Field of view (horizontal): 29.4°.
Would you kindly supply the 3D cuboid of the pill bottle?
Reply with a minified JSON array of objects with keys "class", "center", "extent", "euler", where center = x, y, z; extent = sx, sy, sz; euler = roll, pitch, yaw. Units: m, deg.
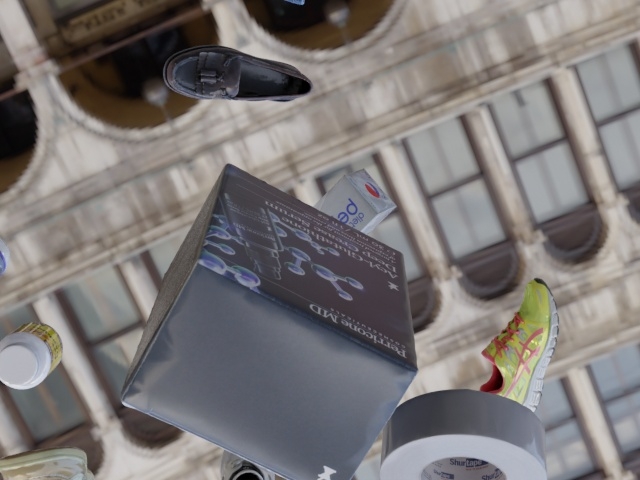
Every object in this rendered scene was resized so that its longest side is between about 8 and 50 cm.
[{"class":"pill bottle","center":[-0.605,0.239,2.515],"extent":[0.117,0.117,0.215],"euler":[-23,-175,0]}]

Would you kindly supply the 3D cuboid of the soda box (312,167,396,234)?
[{"class":"soda box","center":[0.000,0.000,2.216],"extent":[0.286,0.098,0.091],"euler":[-44,171,27]}]

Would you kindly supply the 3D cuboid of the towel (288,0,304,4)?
[{"class":"towel","center":[-0.044,-0.468,2.095],"extent":[0.067,0.119,0.029],"euler":[13,-160,-21]}]

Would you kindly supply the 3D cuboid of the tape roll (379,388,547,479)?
[{"class":"tape roll","center":[0.190,0.287,1.622],"extent":[0.219,0.219,0.072],"euler":[-16,-135,23]}]

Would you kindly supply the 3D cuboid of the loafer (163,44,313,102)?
[{"class":"loafer","center":[-0.155,-0.323,2.398],"extent":[0.302,0.109,0.095],"euler":[2,-170,-30]}]

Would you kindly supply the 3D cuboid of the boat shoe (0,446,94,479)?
[{"class":"boat shoe","center":[-0.349,0.336,1.605],"extent":[0.105,0.089,0.285],"euler":[-10,158,1]}]

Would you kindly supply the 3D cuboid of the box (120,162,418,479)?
[{"class":"box","center":[-0.058,0.103,1.587],"extent":[0.212,0.293,0.395],"euler":[-60,-170,18]}]

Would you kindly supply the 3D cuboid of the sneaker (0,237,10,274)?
[{"class":"sneaker","center":[-0.752,0.038,2.216],"extent":[0.323,0.130,0.236],"euler":[20,-147,6]}]

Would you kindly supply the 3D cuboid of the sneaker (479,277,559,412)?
[{"class":"sneaker","center":[0.282,0.153,1.758],"extent":[0.094,0.208,0.081],"euler":[8,-167,-7]}]

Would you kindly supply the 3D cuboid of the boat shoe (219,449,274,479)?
[{"class":"boat shoe","center":[-0.125,0.411,2.048],"extent":[0.096,0.088,0.267],"euler":[2,-145,-2]}]
